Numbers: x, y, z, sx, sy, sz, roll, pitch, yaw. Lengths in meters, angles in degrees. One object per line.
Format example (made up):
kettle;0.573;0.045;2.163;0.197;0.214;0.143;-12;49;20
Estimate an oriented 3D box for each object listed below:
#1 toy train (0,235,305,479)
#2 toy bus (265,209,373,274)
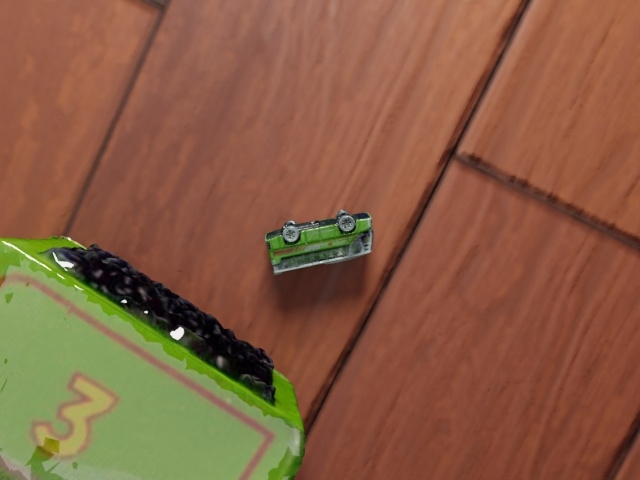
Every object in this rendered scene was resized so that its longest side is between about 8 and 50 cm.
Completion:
toy train;-0.177;0.137;0.406;0.307;0.173;0.249;34;87;-5
toy bus;0.000;0.000;0.465;0.083;0.031;0.037;-11;103;-1
